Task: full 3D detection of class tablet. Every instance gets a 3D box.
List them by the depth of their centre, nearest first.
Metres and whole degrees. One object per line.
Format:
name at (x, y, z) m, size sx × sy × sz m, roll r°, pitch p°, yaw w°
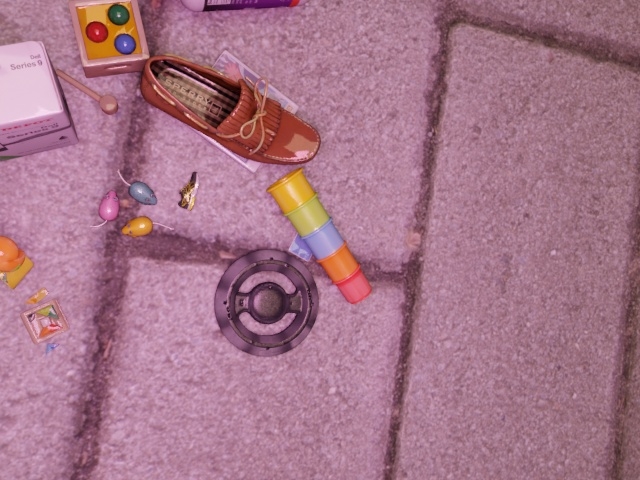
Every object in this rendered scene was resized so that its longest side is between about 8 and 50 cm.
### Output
tablet at (-0.031, -0.001, 1.335) m, size 0.054 × 0.006 × 0.083 m, roll 30°, pitch 82°, yaw -15°

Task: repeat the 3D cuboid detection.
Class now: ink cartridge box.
ink cartridge box at (-0.550, -0.224, 1.028) m, size 0.211 × 0.289 × 0.122 m, roll -17°, pitch 94°, yaw -17°

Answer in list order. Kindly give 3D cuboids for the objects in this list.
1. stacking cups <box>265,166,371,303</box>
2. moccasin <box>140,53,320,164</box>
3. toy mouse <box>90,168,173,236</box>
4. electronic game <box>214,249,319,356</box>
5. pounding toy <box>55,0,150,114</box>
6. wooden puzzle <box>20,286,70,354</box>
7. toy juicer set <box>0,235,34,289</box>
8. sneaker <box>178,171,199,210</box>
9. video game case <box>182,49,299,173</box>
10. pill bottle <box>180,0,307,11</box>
stacking cups at (0.000, 0.000, 1.302) m, size 0.096 × 0.096 × 0.316 m, roll -34°, pitch 103°, yaw -15°
moccasin at (-0.170, -0.263, 1.197) m, size 0.379 × 0.147 × 0.139 m, roll 29°, pitch 81°, yaw -16°
toy mouse at (-0.391, -0.077, 1.210) m, size 0.160 × 0.031 × 0.143 m, roll -12°, pitch 93°, yaw -17°
electronic game at (-0.113, 0.134, 1.285) m, size 0.229 × 0.048 × 0.230 m, roll 1°, pitch 88°, yaw -17°
pounding toy at (-0.430, -0.358, 1.170) m, size 0.180 × 0.094 × 0.206 m, roll -13°, pitch 93°, yaw -17°
wooden puzzle at (-0.540, 0.158, 1.169) m, size 0.078 × 0.014 × 0.116 m, roll -32°, pitch 99°, yaw -15°
toy juicer set at (-0.651, -0.044, 1.036) m, size 0.329 × 0.209 × 0.089 m, roll 48°, pitch 68°, yaw -12°
sneaker at (-0.275, -0.105, 1.247) m, size 0.035 × 0.031 × 0.084 m, roll 13°, pitch 85°, yaw -16°
video game case at (-0.175, -0.276, 1.286) m, size 0.201 × 0.023 × 0.184 m, roll 35°, pitch 79°, yaw -14°
pill bottle at (-0.181, -0.562, 1.206) m, size 0.322 × 0.181 × 0.182 m, roll -10°, pitch 92°, yaw -17°
